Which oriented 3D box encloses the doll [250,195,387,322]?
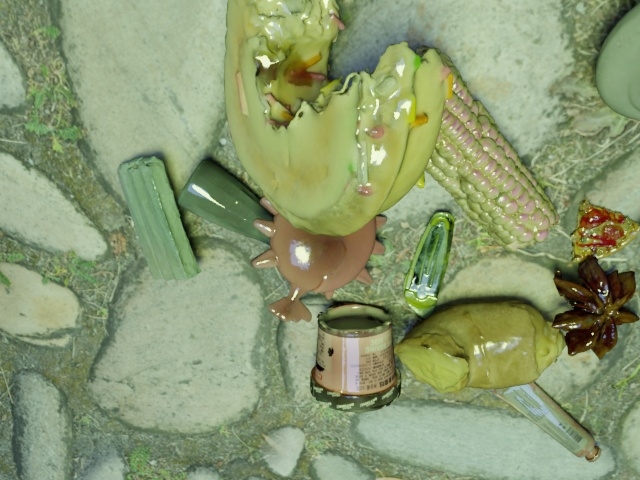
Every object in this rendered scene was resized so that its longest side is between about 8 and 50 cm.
[{"bbox_3d":[0.000,0.000,0.872,0.211,0.093,0.262,21,83,-18],"label":"doll"}]

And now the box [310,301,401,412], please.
[{"bbox_3d":[0.055,0.182,0.948,0.151,0.151,0.135,0,104,11],"label":"box"}]

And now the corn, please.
[{"bbox_3d":[0.202,-0.119,0.812,0.126,0.126,0.335,-37,105,22],"label":"corn"}]

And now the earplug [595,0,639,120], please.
[{"bbox_3d":[0.430,-0.289,0.674,0.214,0.175,0.325,-7,120,9],"label":"earplug"}]

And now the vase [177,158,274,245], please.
[{"bbox_3d":[-0.114,-0.038,0.927,0.214,0.086,0.086,32,115,-8],"label":"vase"}]

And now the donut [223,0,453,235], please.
[{"bbox_3d":[0.001,-0.168,0.725,0.371,0.150,0.307,54,142,35],"label":"donut"}]

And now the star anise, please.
[{"bbox_3d":[0.411,0.102,0.864,0.168,0.057,0.168,0,90,-11],"label":"star anise"}]

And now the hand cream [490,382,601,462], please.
[{"bbox_3d":[0.384,0.297,0.987,0.210,0.043,0.067,41,112,-1],"label":"hand cream"}]

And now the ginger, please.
[{"bbox_3d":[0.243,0.166,0.903,0.267,0.152,0.138,-10,110,-9],"label":"ginger"}]

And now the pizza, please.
[{"bbox_3d":[0.408,-0.001,0.862,0.100,0.029,0.099,27,116,0],"label":"pizza"}]

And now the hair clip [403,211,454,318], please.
[{"bbox_3d":[0.172,0.037,0.922,0.060,0.033,0.188,15,117,7],"label":"hair clip"}]

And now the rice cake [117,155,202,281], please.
[{"bbox_3d":[-0.268,-0.033,0.956,0.124,0.038,0.211,-2,112,45],"label":"rice cake"}]
